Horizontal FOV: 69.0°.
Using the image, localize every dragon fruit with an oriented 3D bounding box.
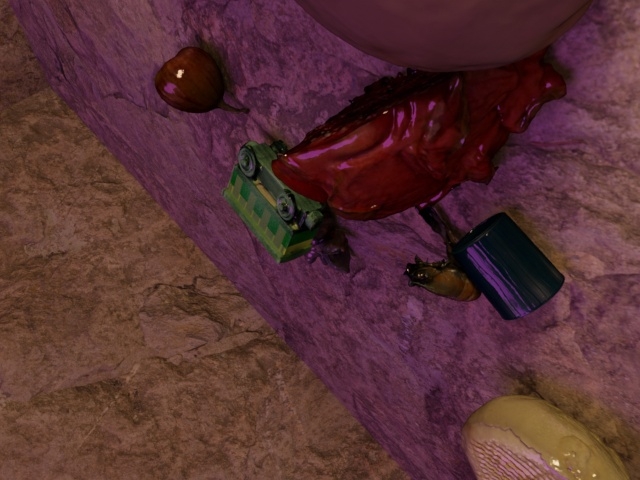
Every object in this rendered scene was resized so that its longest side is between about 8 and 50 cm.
[{"bbox_3d":[0.143,-0.106,0.626,0.329,0.286,0.227,-3,121,51],"label":"dragon fruit"}]

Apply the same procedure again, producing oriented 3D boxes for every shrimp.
[{"bbox_3d":[0.182,0.012,0.785,0.051,0.262,0.198,-40,59,32],"label":"shrimp"}]

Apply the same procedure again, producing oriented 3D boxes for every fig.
[{"bbox_3d":[-0.300,-0.376,1.128,0.202,0.148,0.149,28,-138,-55],"label":"fig"}]

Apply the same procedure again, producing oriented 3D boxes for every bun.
[{"bbox_3d":[0.488,0.475,0.972,0.364,0.202,0.364,41,150,29],"label":"bun"}]

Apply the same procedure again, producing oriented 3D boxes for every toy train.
[{"bbox_3d":[-0.109,-0.102,1.124,0.301,0.120,0.202,48,134,25],"label":"toy train"}]

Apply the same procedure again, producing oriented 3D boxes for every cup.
[{"bbox_3d":[0.289,0.043,0.762,0.138,0.113,0.150,50,155,1],"label":"cup"}]

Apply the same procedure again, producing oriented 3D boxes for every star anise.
[{"bbox_3d":[0.000,0.000,1.230,0.229,0.093,0.236,47,155,5],"label":"star anise"}]

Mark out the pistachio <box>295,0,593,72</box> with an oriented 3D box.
[{"bbox_3d":[0.077,-0.341,0.340,0.365,0.281,0.445,-25,123,37],"label":"pistachio"}]
